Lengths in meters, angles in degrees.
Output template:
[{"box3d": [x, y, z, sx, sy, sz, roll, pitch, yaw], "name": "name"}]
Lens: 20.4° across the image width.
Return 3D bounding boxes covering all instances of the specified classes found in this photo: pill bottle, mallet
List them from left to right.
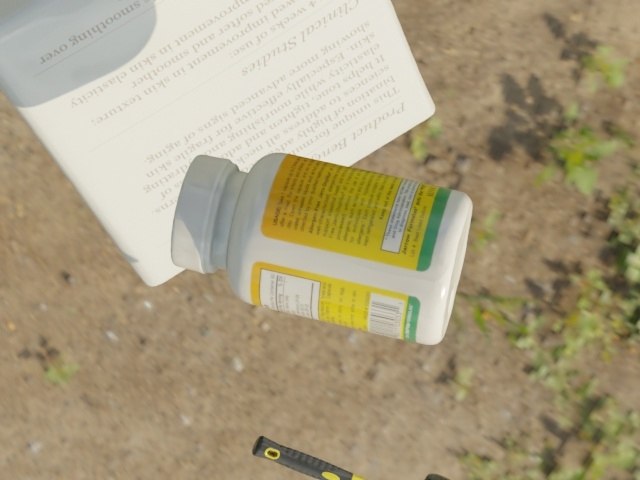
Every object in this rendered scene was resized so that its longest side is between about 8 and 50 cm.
[{"box3d": [0.000, 0.000, 1.320, 0.208, 0.117, 0.117, 12, 101, 8], "name": "pill bottle"}, {"box3d": [0.035, 0.198, 1.507, 0.190, 0.039, 0.062, 30, 101, -18], "name": "mallet"}]

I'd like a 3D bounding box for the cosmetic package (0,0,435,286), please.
[{"box3d": [-0.149, -0.239, 1.618, 0.329, 0.327, 0.393, -32, 144, -3], "name": "cosmetic package"}]
